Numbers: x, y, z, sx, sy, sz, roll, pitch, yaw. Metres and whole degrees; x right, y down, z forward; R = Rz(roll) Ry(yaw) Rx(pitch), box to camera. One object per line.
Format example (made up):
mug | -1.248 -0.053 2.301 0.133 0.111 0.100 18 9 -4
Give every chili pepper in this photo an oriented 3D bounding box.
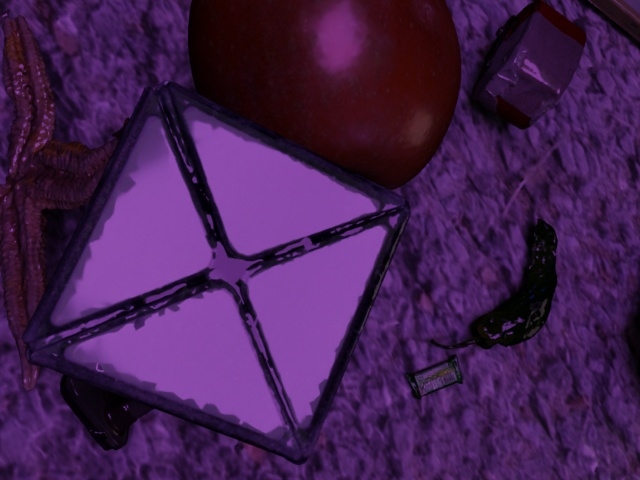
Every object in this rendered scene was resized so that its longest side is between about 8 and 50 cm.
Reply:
chili pepper | 0.308 0.097 0.932 0.122 0.065 0.279 43 73 2

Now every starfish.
starfish | -0.369 -0.062 0.685 0.398 0.383 0.132 -56 141 -9

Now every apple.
apple | 0.005 -0.209 0.740 0.348 0.348 0.277 7 87 -14

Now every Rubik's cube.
Rubik's cube | -0.099 0.037 0.594 0.260 0.259 0.255 26 79 -6

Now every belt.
belt | 0.325 -0.286 0.946 0.124 0.128 0.201 32 73 -9

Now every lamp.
lamp | -0.199 0.096 0.738 0.283 0.124 0.203 -37 111 -16

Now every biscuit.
biscuit | 0.176 0.211 0.905 0.089 0.016 0.046 -17 87 -17

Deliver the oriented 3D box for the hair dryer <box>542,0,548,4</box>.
hair dryer | 0.359 -0.470 1.021 0.100 0.057 0.198 -29 97 -15

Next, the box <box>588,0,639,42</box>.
box | 0.545 -0.507 1.075 0.270 0.045 0.211 31 77 -10
